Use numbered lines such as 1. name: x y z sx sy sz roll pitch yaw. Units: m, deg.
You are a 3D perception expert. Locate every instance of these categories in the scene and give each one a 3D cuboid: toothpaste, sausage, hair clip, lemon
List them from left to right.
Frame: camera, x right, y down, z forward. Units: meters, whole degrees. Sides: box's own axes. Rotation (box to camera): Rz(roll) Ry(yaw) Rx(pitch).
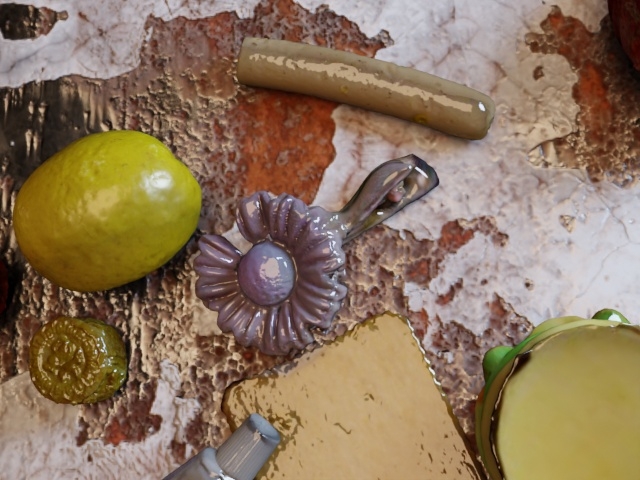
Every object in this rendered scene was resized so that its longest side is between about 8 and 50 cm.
1. lemon: -0.232 -0.030 0.895 0.207 0.170 0.170 -29 77 1
2. toothpaste: -0.146 0.299 0.874 0.282 0.068 0.099 -50 51 3
3. hair clip: 0.001 -0.003 0.912 0.300 0.069 0.173 -37 78 -2
4. sausage: 0.050 -0.176 0.946 0.301 0.066 0.066 15 81 7

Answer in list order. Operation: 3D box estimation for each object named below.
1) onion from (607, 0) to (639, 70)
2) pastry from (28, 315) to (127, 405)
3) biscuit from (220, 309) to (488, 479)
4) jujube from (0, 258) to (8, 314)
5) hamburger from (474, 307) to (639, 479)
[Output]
1. onion: 0.421 -0.270 0.821 0.276 0.276 0.276 -1 79 6
2. pastry: -0.268 0.133 0.922 0.109 0.057 0.097 25 88 12
3. biscuit: 0.035 0.221 0.892 0.232 0.013 0.237 -25 77 0
4. jujube: -0.440 0.051 0.929 0.176 0.109 0.112 4 45 9
5. hamburger: 0.258 0.178 0.811 0.237 0.149 0.237 0 86 1
